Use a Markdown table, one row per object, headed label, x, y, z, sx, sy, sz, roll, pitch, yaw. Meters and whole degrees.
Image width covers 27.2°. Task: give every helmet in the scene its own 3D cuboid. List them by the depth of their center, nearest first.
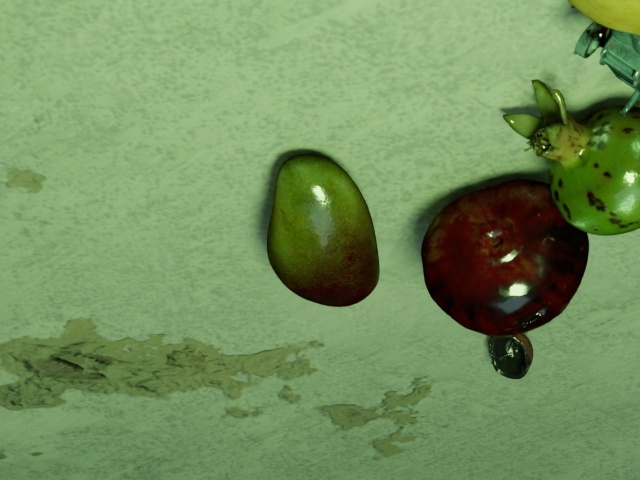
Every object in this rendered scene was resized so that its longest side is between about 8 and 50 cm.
| label | x | y | z | sx | sy | sz | roll | pitch | yaw |
| --- | --- | --- | --- | --- | --- | --- | --- | --- | --- |
| helmet | 0.283 | 0.157 | 1.936 | 0.065 | 0.049 | 0.084 | 13 | 127 | 31 |

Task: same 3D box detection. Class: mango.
| label | x | y | z | sx | sy | sz | roll | pitch | yaw |
| --- | --- | --- | --- | --- | --- | --- | --- | --- | --- |
| mango | 0.000 | 0.000 | 1.596 | 0.133 | 0.111 | 0.267 | -1 | 143 | 13 |

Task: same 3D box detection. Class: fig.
| label | x | y | z | sx | sy | sz | roll | pitch | yaw |
| --- | --- | --- | --- | --- | --- | --- | --- | --- | --- |
| fig | 0.240 | 0.037 | 1.635 | 0.204 | 0.186 | 0.249 | -33 | 150 | 7 |

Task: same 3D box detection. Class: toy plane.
| label | x | y | z | sx | sy | sz | roll | pitch | yaw |
| --- | --- | --- | --- | --- | --- | --- | --- | --- | --- |
| toy plane | 0.331 | -0.184 | 1.339 | 0.104 | 0.223 | 0.326 | -49 | 160 | -3 |

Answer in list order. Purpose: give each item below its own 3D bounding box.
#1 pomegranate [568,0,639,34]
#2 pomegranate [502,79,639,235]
| label | x | y | z | sx | sy | sz | roll | pitch | yaw |
| --- | --- | --- | --- | --- | --- | --- | --- | --- | --- |
| pomegranate | 0.292 | -0.310 | 0.977 | 0.333 | 0.332 | 0.332 | -4 | 147 | -3 |
| pomegranate | 0.311 | -0.101 | 1.485 | 0.220 | 0.156 | 0.156 | 46 | 127 | -13 |
